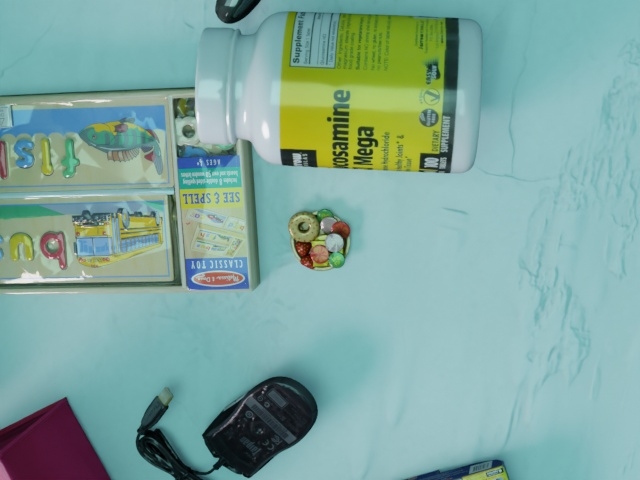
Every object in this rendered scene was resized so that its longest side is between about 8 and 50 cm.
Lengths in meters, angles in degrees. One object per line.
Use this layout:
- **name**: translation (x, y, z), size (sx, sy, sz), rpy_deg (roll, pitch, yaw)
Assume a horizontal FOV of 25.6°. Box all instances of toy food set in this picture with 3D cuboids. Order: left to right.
- **toy food set**: translation (0.000, 0.000, 1.841), size (0.082, 0.020, 0.083), rpy_deg (-3, 100, 11)

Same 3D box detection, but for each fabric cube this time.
- **fabric cube**: translation (-0.423, 0.405, 1.882), size (0.259, 0.254, 0.258), rpy_deg (-27, 95, 15)

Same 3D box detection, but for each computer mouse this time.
- **computer mouse**: translation (-0.128, 0.241, 1.897), size (0.184, 0.060, 0.262), rpy_deg (39, 117, -3)

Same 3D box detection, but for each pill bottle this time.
- **pill bottle**: translation (0.023, -0.180, 1.698), size (0.334, 0.188, 0.188), rpy_deg (3, 102, 3)

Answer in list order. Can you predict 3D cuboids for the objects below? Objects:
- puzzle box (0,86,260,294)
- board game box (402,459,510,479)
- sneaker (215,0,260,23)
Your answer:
- **puzzle box**: translation (-0.289, -0.062, 1.868), size (0.409, 0.052, 0.272), rpy_deg (-2, 101, 11)
- **board game box**: translation (0.183, 0.402, 1.867), size (0.194, 0.060, 0.194), rpy_deg (-18, 98, 13)
- **sneaker**: translation (-0.102, -0.394, 1.758), size (0.132, 0.086, 0.228), rpy_deg (31, 95, 8)
